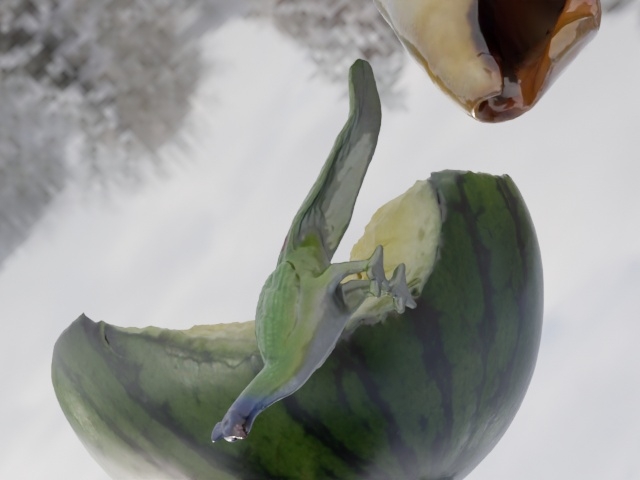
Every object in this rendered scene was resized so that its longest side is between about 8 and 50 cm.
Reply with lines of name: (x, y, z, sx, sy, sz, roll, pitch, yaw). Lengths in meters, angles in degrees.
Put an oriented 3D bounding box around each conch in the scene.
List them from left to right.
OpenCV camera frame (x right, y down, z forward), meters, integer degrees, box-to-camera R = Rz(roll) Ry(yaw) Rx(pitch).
conch: (0.092, -0.144, 0.978, 0.158, 0.127, 0.255, -24, -131, 21)

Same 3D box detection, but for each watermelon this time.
watermelon: (0.006, 0.105, 1.226, 0.331, 0.189, 0.331, -16, 158, -6)

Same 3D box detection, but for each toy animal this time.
toy animal: (0.013, 0.001, 0.897, 0.075, 0.041, 0.217, 1, -120, 39)
